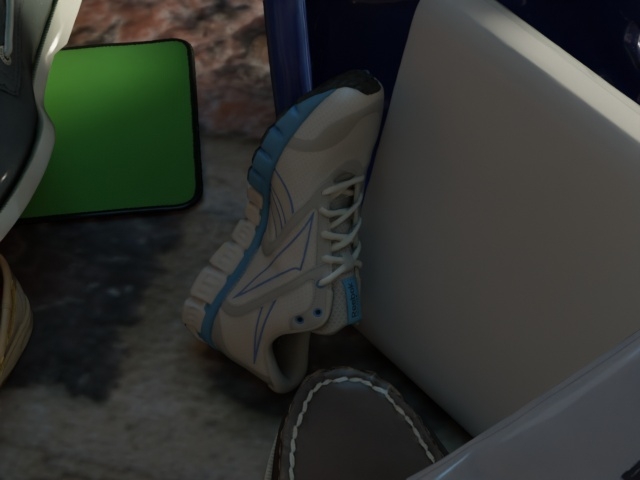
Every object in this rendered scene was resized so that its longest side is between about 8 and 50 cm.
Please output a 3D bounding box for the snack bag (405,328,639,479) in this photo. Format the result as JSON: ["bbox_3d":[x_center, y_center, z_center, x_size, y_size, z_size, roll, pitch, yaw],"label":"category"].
[{"bbox_3d":[0.250,0.137,0.777,0.342,0.037,0.323,-35,91,3],"label":"snack bag"}]

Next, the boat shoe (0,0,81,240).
[{"bbox_3d":[-0.212,-0.092,1.126,0.116,0.099,0.319,-25,35,26],"label":"boat shoe"}]

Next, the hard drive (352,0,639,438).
[{"bbox_3d":[0.135,0.040,0.941,0.040,0.203,0.307,-16,44,-37],"label":"hard drive"}]

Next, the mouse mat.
[{"bbox_3d":[-0.167,-0.064,1.195,0.189,0.007,0.153,-6,46,-1],"label":"mouse mat"}]

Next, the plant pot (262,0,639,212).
[{"bbox_3d":[0.084,-0.147,1.109,0.236,0.236,0.212,-6,41,-2],"label":"plant pot"}]

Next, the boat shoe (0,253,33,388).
[{"bbox_3d":[-0.195,0.073,1.028,0.063,0.059,0.170,5,47,9],"label":"boat shoe"}]

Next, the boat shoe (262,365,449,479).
[{"bbox_3d":[0.035,0.173,0.892,0.116,0.097,0.324,-7,46,-3],"label":"boat shoe"}]

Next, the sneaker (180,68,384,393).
[{"bbox_3d":[0.000,0.000,1.014,0.071,0.191,0.083,-21,56,-44],"label":"sneaker"}]
